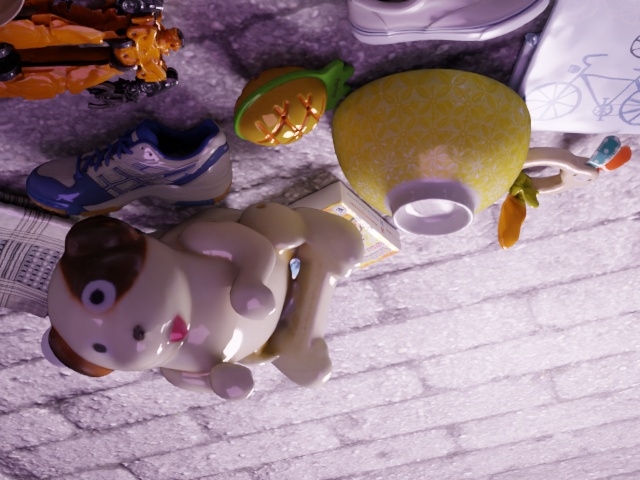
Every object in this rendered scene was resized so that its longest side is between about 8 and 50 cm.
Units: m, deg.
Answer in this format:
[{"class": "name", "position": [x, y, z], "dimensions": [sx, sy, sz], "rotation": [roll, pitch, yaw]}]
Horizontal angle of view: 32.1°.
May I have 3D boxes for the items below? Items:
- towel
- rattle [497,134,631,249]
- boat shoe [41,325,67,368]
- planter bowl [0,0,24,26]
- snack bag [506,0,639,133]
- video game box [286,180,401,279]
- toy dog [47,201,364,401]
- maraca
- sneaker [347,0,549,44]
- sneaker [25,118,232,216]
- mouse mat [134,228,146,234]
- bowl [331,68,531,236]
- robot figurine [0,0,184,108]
[{"class": "towel", "position": [-0.518, 0.028, 1.793], "dimensions": [0.324, 0.056, 0.312], "rotation": [14, 141, -25]}, {"class": "rattle", "position": [0.370, -0.074, 1.687], "dimensions": [0.199, 0.143, 0.130], "rotation": [0, 139, 15]}, {"class": "boat shoe", "position": [-0.345, 0.114, 1.898], "dimensions": [0.301, 0.102, 0.108], "rotation": [-37, 94, 22]}, {"class": "planter bowl", "position": [-0.413, -0.329, 1.256], "dimensions": [0.162, 0.109, 0.162], "rotation": [-4, 145, -3]}, {"class": "snack bag", "position": [0.433, -0.263, 1.530], "dimensions": [0.323, 0.037, 0.342], "rotation": [1, 146, -9]}, {"class": "video game box", "position": [0.000, 0.000, 1.839], "dimensions": [0.205, 0.048, 0.187], "rotation": [-25, 143, 26]}, {"class": "toy dog", "position": [-0.194, 0.061, 1.596], "dimensions": [0.408, 0.395, 0.284], "rotation": [-10, 130, -50]}, {"class": "maraca", "position": [-0.036, -0.191, 1.522], "dimensions": [0.185, 0.099, 0.127], "rotation": [-24, 158, -18]}, {"class": "sneaker", "position": [0.157, -0.304, 1.383], "dimensions": [0.258, 0.094, 0.091], "rotation": [-9, 149, 7]}, {"class": "sneaker", "position": [-0.276, -0.119, 1.598], "dimensions": [0.296, 0.112, 0.131], "rotation": [-7, 135, -10]}, {"class": "mouse mat", "position": [-0.299, 0.047, 1.898], "dimensions": [0.152, 0.007, 0.189], "rotation": [-30, 140, 31]}, {"class": "bowl", "position": [0.158, -0.098, 1.585], "dimensions": [0.289, 0.156, 0.289], "rotation": [1, 154, 1]}, {"class": "robot figurine", "position": [-0.317, -0.255, 1.397], "dimensions": [0.291, 0.085, 0.211], "rotation": [-4, 145, -2]}]
